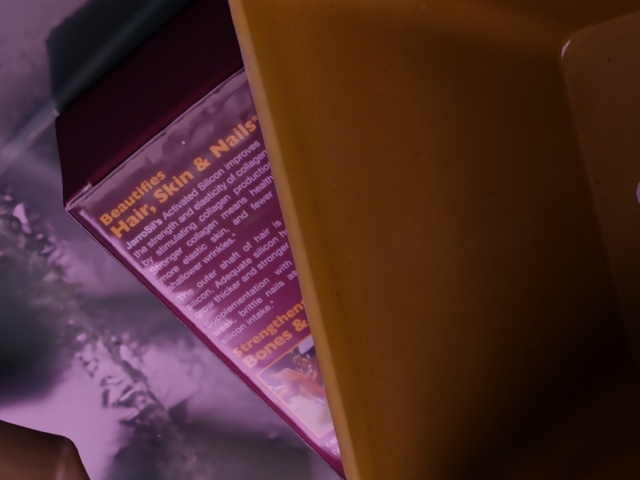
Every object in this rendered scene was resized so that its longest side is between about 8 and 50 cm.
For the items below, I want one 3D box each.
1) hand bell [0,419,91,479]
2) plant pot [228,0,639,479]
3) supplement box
[{"bbox_3d":[-0.058,0.112,0.739,0.242,0.126,0.126,7,116,-4],"label":"hand bell"},{"bbox_3d":[0.125,-0.022,0.642,0.212,0.187,0.212,-15,88,28],"label":"plant pot"},{"bbox_3d":[0.000,0.000,0.738,0.104,0.081,0.188,-38,118,10],"label":"supplement box"}]
